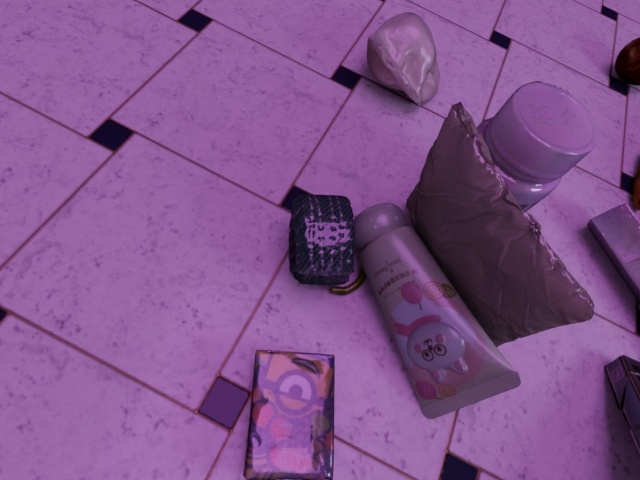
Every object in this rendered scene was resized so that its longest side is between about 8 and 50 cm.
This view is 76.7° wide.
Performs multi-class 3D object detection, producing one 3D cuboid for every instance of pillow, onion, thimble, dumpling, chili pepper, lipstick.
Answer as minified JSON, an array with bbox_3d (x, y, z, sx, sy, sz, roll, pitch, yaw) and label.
[{"bbox_3d":[0.207,0.006,0.561,0.076,0.274,0.281,-21,70,-8],"label":"pillow"},{"bbox_3d":[0.805,-0.446,1.013,0.117,0.118,0.118,40,62,4],"label":"onion"},{"bbox_3d":[0.000,-0.001,0.603,0.090,0.118,0.135,1,73,-8],"label":"thimble"},{"bbox_3d":[0.187,-0.376,0.846,0.179,0.131,0.252,50,41,-8],"label":"dumpling"},{"bbox_3d":[0.050,0.063,0.639,0.030,0.017,0.083,40,60,18],"label":"chili pepper"},{"bbox_3d":[0.594,0.088,0.709,0.068,0.066,0.318,-30,67,20],"label":"lipstick"}]

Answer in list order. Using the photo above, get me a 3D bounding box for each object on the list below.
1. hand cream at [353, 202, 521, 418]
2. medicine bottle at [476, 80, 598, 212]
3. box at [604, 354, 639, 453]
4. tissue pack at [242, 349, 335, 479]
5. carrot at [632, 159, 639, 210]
[{"bbox_3d":[0.141,0.088,0.590,0.093,0.147,0.306,2,56,-57],"label":"hand cream"},{"bbox_3d":[0.286,-0.109,0.644,0.151,0.254,0.152,5,64,-10],"label":"medicine bottle"},{"bbox_3d":[0.517,0.315,0.526,0.180,0.047,0.325,22,35,2],"label":"box"},{"bbox_3d":[-0.036,0.221,0.515,0.108,0.060,0.148,6,64,-9],"label":"tissue pack"},{"bbox_3d":[0.709,-0.139,0.876,0.047,0.047,0.191,36,62,6],"label":"carrot"}]
